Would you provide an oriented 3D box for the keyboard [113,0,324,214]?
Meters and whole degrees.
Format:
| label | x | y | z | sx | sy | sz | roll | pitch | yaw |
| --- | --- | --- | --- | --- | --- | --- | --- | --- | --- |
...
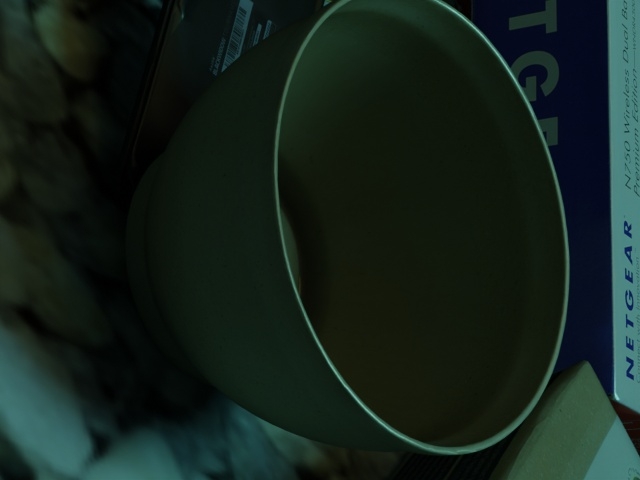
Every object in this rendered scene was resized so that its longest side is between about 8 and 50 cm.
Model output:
| label | x | y | z | sx | sy | sz | roll | pitch | yaw |
| --- | --- | --- | --- | --- | --- | --- | --- | --- | --- |
| keyboard | -0.030 | -0.070 | 0.700 | 0.108 | 0.023 | 0.180 | 36 | 56 | -38 |

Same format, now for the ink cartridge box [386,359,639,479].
| label | x | y | z | sx | sy | sz | roll | pitch | yaw |
| --- | --- | --- | --- | --- | --- | --- | --- | --- | --- |
| ink cartridge box | 0.112 | 0.189 | 0.710 | 0.235 | 0.088 | 0.193 | 61 | 23 | -3 |

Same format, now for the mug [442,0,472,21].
| label | x | y | z | sx | sy | sz | roll | pitch | yaw |
| --- | --- | --- | --- | --- | --- | --- | --- | --- | --- |
| mug | 0.092 | -0.222 | 1.060 | 0.113 | 0.150 | 0.169 | -103 | 168 | -83 |

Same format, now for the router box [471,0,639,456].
| label | x | y | z | sx | sy | sz | roll | pitch | yaw |
| --- | --- | --- | --- | --- | --- | --- | --- | --- | --- |
| router box | 0.189 | -0.035 | 1.006 | 0.301 | 0.082 | 0.336 | 30 | 58 | -54 |

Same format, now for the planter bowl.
| label | x | y | z | sx | sy | sz | roll | pitch | yaw |
| --- | --- | --- | --- | --- | --- | --- | --- | --- | --- |
| planter bowl | 0.000 | 0.000 | 0.614 | 0.162 | 0.109 | 0.162 | 14 | 71 | -46 |

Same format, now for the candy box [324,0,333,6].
| label | x | y | z | sx | sy | sz | roll | pitch | yaw |
| --- | --- | --- | --- | --- | --- | --- | --- | --- | --- |
| candy box | -0.024 | -0.152 | 0.840 | 0.186 | 0.053 | 0.109 | 3 | 63 | -66 |
